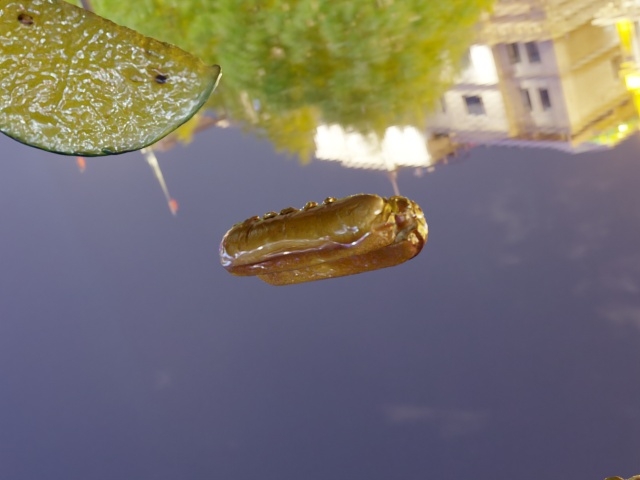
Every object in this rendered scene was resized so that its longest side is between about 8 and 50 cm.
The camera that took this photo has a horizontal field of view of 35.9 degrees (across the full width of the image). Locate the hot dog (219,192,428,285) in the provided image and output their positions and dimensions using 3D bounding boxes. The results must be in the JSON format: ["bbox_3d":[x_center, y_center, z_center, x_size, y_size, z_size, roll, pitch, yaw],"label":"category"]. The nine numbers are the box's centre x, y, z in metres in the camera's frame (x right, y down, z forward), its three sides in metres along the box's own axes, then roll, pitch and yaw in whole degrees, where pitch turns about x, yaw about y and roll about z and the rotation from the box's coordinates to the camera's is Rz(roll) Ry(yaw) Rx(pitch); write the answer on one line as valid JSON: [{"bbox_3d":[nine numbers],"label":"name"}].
[{"bbox_3d":[0.000,0.000,0.665,0.071,0.045,0.165,18,159,-40],"label":"hot dog"}]

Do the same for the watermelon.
[{"bbox_3d":[-0.168,-0.098,0.633,0.092,0.182,0.075,-48,-156,50],"label":"watermelon"}]

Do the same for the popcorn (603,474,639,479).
[{"bbox_3d":[0.338,0.457,1.159,0.349,0.382,0.348,-13,-115,29],"label":"popcorn"}]
